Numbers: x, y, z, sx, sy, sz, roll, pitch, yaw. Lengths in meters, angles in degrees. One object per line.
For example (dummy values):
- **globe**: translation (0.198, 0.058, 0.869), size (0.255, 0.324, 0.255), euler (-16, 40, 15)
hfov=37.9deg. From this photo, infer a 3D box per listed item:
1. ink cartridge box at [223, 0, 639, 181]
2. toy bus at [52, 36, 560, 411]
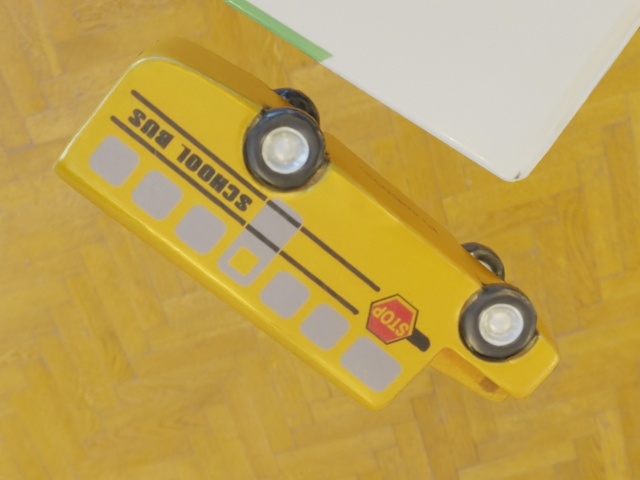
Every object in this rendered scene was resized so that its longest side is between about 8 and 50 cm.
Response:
- **ink cartridge box**: translation (0.056, -0.167, 0.475), size (0.201, 0.278, 0.117), euler (32, 117, 0)
- **toy bus**: translation (0.000, 0.000, 0.625), size (0.332, 0.108, 0.130), euler (38, 102, -12)
